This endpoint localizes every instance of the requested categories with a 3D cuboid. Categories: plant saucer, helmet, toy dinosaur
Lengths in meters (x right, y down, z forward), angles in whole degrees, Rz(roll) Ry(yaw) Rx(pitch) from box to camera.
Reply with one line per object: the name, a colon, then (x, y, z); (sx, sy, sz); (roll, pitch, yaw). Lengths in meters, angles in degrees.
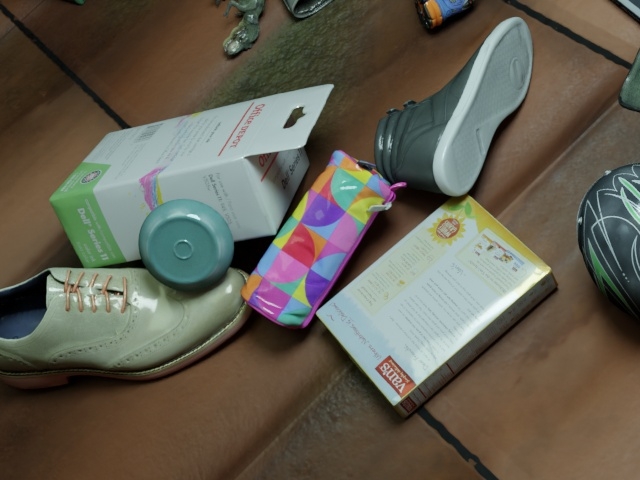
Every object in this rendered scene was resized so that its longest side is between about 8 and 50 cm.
plant saucer: (-0.167, 0.009, 1.267); (0.119, 0.119, 0.021); (-24, 14, 10)
helmet: (0.355, 0.002, 1.091); (0.169, 0.161, 0.169); (-12, 56, 18)
toy dinosaur: (-0.121, -0.421, 1.613); (0.118, 0.064, 0.268); (16, 96, 36)

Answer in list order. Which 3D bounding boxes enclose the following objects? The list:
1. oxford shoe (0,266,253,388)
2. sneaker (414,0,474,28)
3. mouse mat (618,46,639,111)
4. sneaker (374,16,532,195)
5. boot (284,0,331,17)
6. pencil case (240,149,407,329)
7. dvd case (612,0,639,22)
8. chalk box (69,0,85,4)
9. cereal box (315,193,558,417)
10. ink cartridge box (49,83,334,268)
oxford shoe: (-0.282, 0.098, 1.337); (0.397, 0.146, 0.140); (-16, 54, 11)
sneaker: (0.165, -0.398, 1.493); (0.087, 0.083, 0.221); (-14, 60, 0)
mouse mat: (0.463, -0.231, 1.252); (0.152, 0.007, 0.190); (23, 88, 34)
sneaker: (0.166, -0.179, 1.333); (0.147, 0.104, 0.296); (3, 52, 42)
boot: (-0.013, -0.464, 1.609); (0.189, 0.076, 0.208); (-45, 44, 12)
pencil case: (0.000, 0.000, 1.274); (0.104, 0.104, 0.236); (37, 94, 37)
dvd case: (0.453, -0.371, 1.335); (0.179, 0.029, 0.239); (-46, 51, 13)
chalk box: (-0.467, -0.548, 1.809); (0.289, 0.180, 0.179); (20, 71, 32)
cereal box: (0.134, 0.071, 1.225); (0.240, 0.047, 0.173); (-40, 51, -2)
ink cartridge box: (-0.146, -0.085, 1.361); (0.353, 0.119, 0.207); (-10, 28, 20)
